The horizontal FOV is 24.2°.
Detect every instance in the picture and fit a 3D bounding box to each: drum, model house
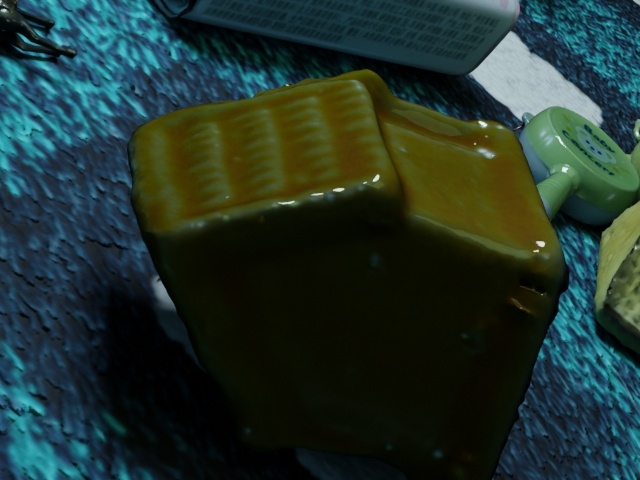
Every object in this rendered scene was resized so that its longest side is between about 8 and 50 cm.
[{"bbox_3d":[0.216,-0.034,1.267,0.130,0.049,0.253,36,28,-8],"label":"drum"},{"bbox_3d":[-0.004,-0.001,0.844,0.239,0.173,0.268,20,26,-21],"label":"model house"}]

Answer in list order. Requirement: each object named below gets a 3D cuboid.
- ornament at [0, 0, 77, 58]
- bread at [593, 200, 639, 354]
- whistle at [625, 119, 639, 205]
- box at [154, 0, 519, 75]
[{"bbox_3d":[-0.213,-0.153,0.928,0.125,0.028,0.073,22,32,-35],"label":"ornament"},{"bbox_3d":[0.347,0.066,1.219,0.266,0.142,0.178,37,68,-9],"label":"bread"},{"bbox_3d":[0.377,-0.010,1.363,0.288,0.131,0.106,54,-12,27],"label":"whistle"},{"bbox_3d":[-0.010,-0.244,1.235,0.370,0.112,0.190,3,45,-46],"label":"box"}]
